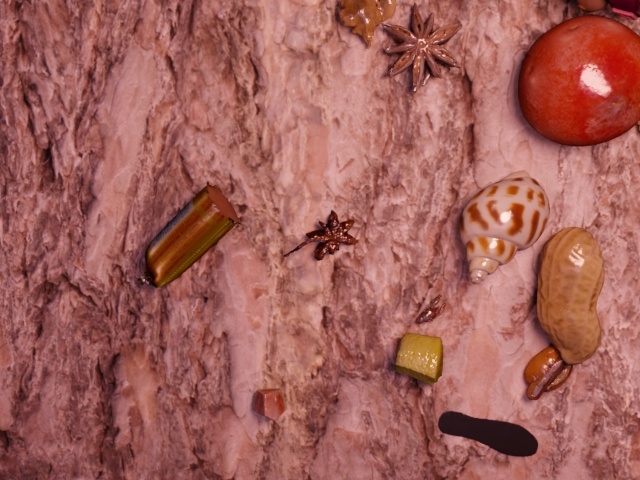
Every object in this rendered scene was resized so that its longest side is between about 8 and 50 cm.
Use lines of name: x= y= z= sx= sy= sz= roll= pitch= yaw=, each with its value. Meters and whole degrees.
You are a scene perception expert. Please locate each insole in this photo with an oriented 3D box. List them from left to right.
insole: x=0.421 y=0.481 z=1.512 sx=0.253 sy=0.005 sz=0.086 roll=16 pitch=100 yaw=4

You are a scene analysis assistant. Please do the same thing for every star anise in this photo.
star anise: x=0.000 y=0.000 z=1.449 sx=0.190 sy=0.070 sz=0.097 roll=-26 pitch=106 yaw=-1
star anise: x=0.227 y=-0.439 z=1.356 sx=0.195 sy=0.065 sz=0.183 roll=-24 pitch=91 yaw=9

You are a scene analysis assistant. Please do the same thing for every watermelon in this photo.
watermelon: x=-0.139 y=0.420 z=1.543 sx=0.092 sy=0.072 sz=0.085 roll=-20 pitch=79 yaw=15

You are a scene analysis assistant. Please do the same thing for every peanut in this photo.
peanut: x=0.571 y=0.128 z=1.370 sx=0.153 sy=0.140 sz=0.325 roll=-20 pitch=108 yaw=-32

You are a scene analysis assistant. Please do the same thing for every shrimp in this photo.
shrimp: x=0.273 y=0.174 z=1.468 sx=0.038 sy=0.029 sz=0.092 roll=41 pitch=98 yaw=0

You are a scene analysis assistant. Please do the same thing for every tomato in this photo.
tomato: x=0.545 y=-0.321 z=1.240 sx=0.264 sy=0.265 sz=0.265 roll=1 pitch=100 yaw=7

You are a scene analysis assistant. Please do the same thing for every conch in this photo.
conch: x=0.405 y=-0.030 z=1.355 sx=0.182 sy=0.149 sz=0.275 roll=29 pitch=99 yaw=6

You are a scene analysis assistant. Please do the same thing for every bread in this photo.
bread: x=0.240 y=0.279 z=1.446 sx=0.114 sy=0.129 sz=0.111 roll=12 pitch=64 yaw=10

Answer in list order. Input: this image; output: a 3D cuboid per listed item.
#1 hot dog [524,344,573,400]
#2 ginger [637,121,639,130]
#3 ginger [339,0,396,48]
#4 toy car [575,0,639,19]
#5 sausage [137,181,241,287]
hot dog: x=0.539 y=0.317 z=1.442 sx=0.140 sy=0.060 sz=0.090 roll=-43 pitch=87 yaw=15
ginger: x=0.727 y=-0.343 z=1.311 sx=0.176 sy=0.052 sz=0.193 roll=-43 pitch=91 yaw=17
ginger: x=0.082 y=-0.553 z=1.356 sx=0.133 sy=0.059 sz=0.214 roll=-41 pitch=94 yaw=7
toy car: x=0.577 y=-0.603 z=1.135 sx=0.240 sy=0.271 sz=0.341 roll=32 pitch=114 yaw=29
sausage: x=-0.336 y=0.011 z=1.477 sx=0.317 sy=0.117 sz=0.125 roll=-43 pitch=77 yaw=13
